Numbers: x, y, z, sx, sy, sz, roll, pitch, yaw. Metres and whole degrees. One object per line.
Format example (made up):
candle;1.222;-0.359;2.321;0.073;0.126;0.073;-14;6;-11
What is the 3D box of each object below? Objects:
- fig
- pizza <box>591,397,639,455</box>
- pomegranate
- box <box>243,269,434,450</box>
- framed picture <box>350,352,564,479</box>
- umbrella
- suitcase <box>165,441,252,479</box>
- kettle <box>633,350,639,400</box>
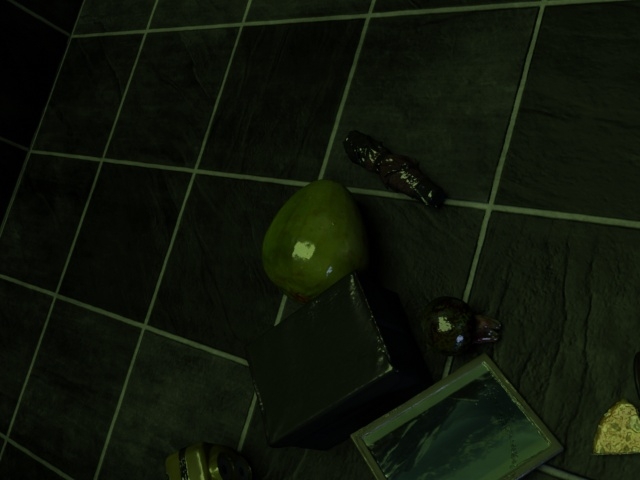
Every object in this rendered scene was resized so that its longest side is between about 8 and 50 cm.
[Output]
fig;0.000;0.000;1.682;0.258;0.258;0.327;-14;45;32
pizza;0.553;0.355;1.274;0.108;0.026;0.123;30;91;37
pomegranate;0.286;0.190;1.476;0.163;0.138;0.126;29;81;9
box;0.039;0.276;1.569;0.345;0.204;0.251;-35;56;22
framed picture;0.260;0.395;1.381;0.334;0.022;0.247;-29;53;-9
umbrella;0.170;-0.174;1.709;0.326;0.094;0.090;41;114;39
suitcase;-0.254;0.598;1.682;0.143;0.194;0.235;-27;59;17
kettle;0.657;0.245;1.184;0.232;0.144;0.202;-15;96;39
